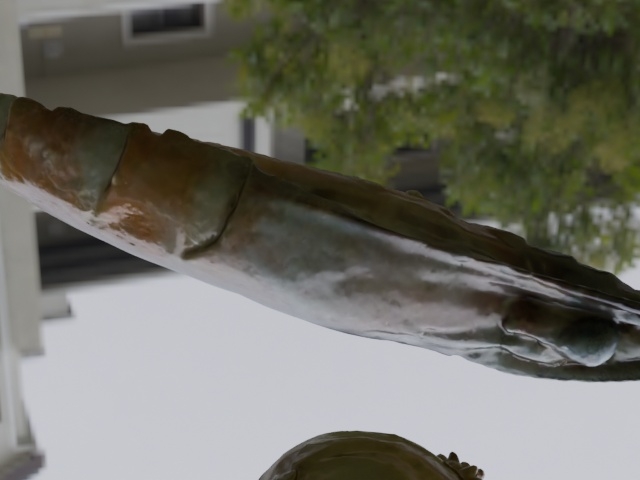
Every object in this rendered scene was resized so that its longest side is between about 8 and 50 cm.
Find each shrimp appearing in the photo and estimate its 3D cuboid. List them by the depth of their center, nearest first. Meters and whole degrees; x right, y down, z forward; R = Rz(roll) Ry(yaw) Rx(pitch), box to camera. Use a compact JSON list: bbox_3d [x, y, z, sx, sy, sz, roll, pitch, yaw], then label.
[{"bbox_3d":[0.000,0.000,0.676,0.317,0.062,0.164,17,-178,7],"label":"shrimp"}]

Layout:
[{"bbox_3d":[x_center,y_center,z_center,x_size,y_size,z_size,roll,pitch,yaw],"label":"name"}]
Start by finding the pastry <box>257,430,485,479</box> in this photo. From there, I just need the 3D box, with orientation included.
[{"bbox_3d":[0.047,0.350,1.283,0.245,0.409,0.409,5,-149,-8],"label":"pastry"}]
